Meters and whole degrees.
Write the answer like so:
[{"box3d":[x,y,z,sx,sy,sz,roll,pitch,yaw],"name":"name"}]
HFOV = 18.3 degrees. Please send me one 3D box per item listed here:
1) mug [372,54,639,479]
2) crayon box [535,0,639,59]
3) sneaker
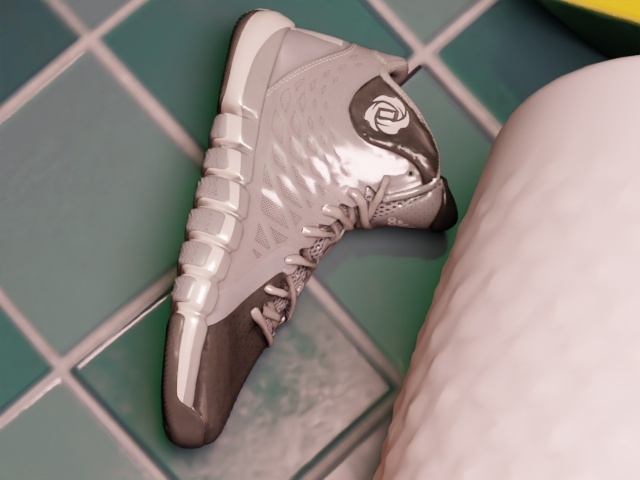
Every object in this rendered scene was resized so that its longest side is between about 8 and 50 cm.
[{"box3d":[0.183,0.160,0.858,0.374,0.276,0.328,43,57,-35],"name":"mug"},{"box3d":[0.305,-0.224,0.920,0.313,0.106,0.363,26,89,45],"name":"crayon box"},{"box3d":[0.000,0.000,0.991,0.132,0.086,0.229,12,76,-1],"name":"sneaker"}]
